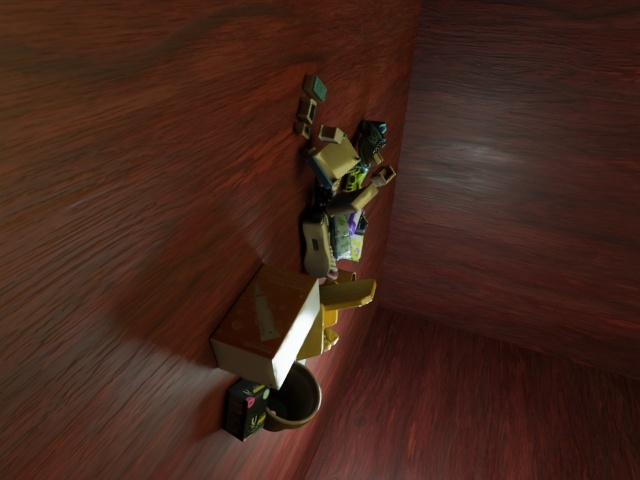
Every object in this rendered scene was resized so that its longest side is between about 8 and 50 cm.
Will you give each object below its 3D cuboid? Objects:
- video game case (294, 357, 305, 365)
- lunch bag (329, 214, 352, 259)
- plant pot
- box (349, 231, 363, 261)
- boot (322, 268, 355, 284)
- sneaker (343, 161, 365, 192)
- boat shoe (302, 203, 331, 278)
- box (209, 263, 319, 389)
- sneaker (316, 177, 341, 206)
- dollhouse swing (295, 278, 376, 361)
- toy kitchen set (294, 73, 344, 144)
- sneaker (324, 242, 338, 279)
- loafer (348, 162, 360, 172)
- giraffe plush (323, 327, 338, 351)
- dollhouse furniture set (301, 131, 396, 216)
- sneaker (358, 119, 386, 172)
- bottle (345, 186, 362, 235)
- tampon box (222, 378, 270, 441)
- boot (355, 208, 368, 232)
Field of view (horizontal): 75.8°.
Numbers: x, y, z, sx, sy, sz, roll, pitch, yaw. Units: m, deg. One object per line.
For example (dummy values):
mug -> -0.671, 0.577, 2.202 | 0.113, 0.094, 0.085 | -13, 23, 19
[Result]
video game case -> -0.139, 0.693, 2.058 | 0.204, 0.025, 0.286 | 42, 63, -70
lunch bag -> 0.085, -0.032, 1.896 | 0.176, 0.090, 0.219 | -103, -176, -46
plant pot -> -0.160, 0.643, 1.635 | 0.229, 0.263, 0.263 | -59, 176, 39
box -> 0.199, 0.035, 2.483 | 0.043, 0.105, 0.179 | -42, 143, -60
boot -> 0.064, 0.286, 2.049 | 0.104, 0.211, 0.296 | 22, 78, -56
sneaker -> 0.174, -0.315, 2.191 | 0.123, 0.109, 0.296 | 126, -14, -61
boat shoe -> 0.000, 0.000, 1.800 | 0.158, 0.127, 0.341 | -67, 162, -47
box -> -0.164, 0.266, 1.339 | 0.345, 0.214, 0.168 | -59, 156, -44
sneaker -> 0.044, -0.267, 1.810 | 0.163, 0.106, 0.282 | -65, 169, -53
dollhouse swing -> 0.081, 0.342, 1.813 | 0.347, 0.304, 0.316 | -43, 134, -74
toy kitchen set -> 0.019, -0.451, 1.446 | 0.122, 0.165, 0.207 | 8, 96, -73
sneaker -> 0.022, 0.086, 2.015 | 0.095, 0.104, 0.237 | 13, 67, -33
loafer -> 0.133, -0.384, 2.020 | 0.267, 0.096, 0.084 | -52, 132, -68
giraffe plush -> -0.017, 0.510, 2.136 | 0.171, 0.181, 0.210 | 100, -20, -45
dollhouse furniture set -> 0.082, -0.289, 1.636 | 0.286, 0.198, 0.303 | -44, 110, -24
sneaker -> 0.271, -0.503, 2.140 | 0.125, 0.139, 0.341 | 70, 24, -59
bottle -> 0.183, -0.170, 2.297 | 0.118, 0.092, 0.283 | 68, 39, -63
tampon box -> -0.260, 0.586, 1.437 | 0.120, 0.101, 0.161 | -14, 117, -58
boot -> 0.267, -0.122, 2.610 | 0.069, 0.086, 0.190 | 82, 27, -50
